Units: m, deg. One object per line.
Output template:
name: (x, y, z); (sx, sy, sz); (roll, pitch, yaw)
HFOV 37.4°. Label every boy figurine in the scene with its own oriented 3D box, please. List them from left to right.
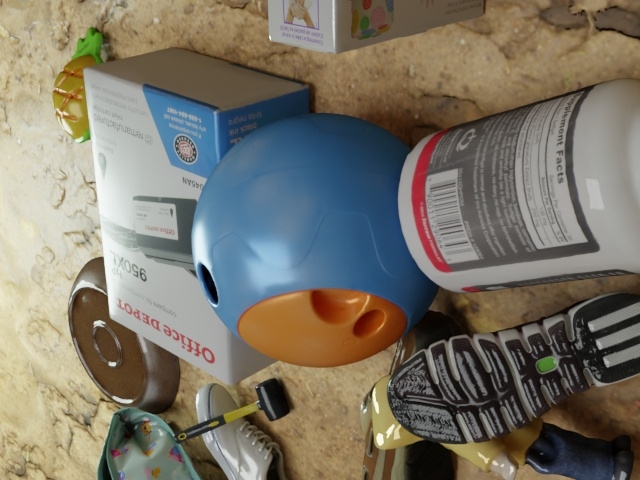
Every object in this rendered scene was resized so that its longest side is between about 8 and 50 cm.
boy figurine: (0.188, 0.217, 1.022); (0.285, 0.177, 0.092); (13, 98, 11)

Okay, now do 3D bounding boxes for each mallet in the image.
mallet: (-0.143, 0.263, 1.457); (0.189, 0.039, 0.062); (-16, 89, 10)

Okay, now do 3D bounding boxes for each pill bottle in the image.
pill bottle: (0.241, -0.050, 0.882); (0.318, 0.176, 0.176); (-11, 100, 48)

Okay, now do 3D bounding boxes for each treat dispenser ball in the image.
treat dispenser ball: (0.000, 0.000, 1.069); (0.288, 0.288, 0.288); (22, 123, 38)

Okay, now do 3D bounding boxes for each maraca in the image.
maraca: (-0.370, -0.243, 1.488); (0.127, 0.099, 0.186); (-21, 66, 46)

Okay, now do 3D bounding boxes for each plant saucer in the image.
plant saucer: (-0.373, 0.184, 1.723); (0.310, 0.050, 0.311); (22, 123, 37)

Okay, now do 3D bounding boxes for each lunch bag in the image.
lunch bag: (-0.287, 0.442, 1.651); (0.262, 0.160, 0.223); (47, 156, 37)

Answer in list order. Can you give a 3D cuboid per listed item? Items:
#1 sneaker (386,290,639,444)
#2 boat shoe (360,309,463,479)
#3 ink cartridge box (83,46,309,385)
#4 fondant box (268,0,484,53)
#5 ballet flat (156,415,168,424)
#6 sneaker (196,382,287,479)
sneaker: (0.217, 0.129, 0.977); (0.281, 0.162, 0.106); (-19, 85, 18)
boat shoe: (0.102, 0.231, 1.201); (0.120, 0.122, 0.324); (28, 126, 38)
ink cartridge box: (-0.167, -0.039, 1.315); (0.285, 0.166, 0.395); (22, 123, 38)
fondant box: (0.060, -0.360, 0.877); (0.096, 0.238, 0.330); (19, 121, 39)
ballet flat: (-0.317, 0.344, 1.752); (0.114, 0.041, 0.041); (-14, 98, 48)
sneaker: (-0.108, 0.338, 1.505); (0.091, 0.094, 0.258); (-28, 88, 25)
